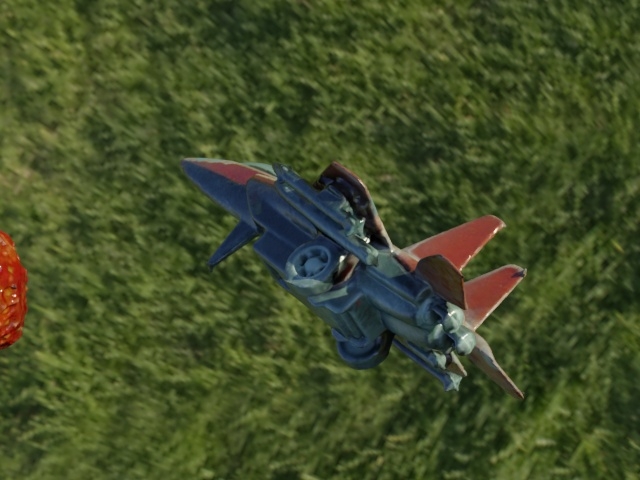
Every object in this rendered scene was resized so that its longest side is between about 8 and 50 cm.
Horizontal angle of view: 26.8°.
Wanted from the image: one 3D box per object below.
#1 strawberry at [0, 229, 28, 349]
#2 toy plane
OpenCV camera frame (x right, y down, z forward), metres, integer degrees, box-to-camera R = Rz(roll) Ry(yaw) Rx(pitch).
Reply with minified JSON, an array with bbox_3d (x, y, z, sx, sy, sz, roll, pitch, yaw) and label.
[{"bbox_3d":[-0.145,0.013,0.448,0.096,0.083,0.083,0,66,7],"label":"strawberry"},{"bbox_3d":[-0.004,0.006,0.917,0.326,0.223,0.104,20,64,39],"label":"toy plane"}]
